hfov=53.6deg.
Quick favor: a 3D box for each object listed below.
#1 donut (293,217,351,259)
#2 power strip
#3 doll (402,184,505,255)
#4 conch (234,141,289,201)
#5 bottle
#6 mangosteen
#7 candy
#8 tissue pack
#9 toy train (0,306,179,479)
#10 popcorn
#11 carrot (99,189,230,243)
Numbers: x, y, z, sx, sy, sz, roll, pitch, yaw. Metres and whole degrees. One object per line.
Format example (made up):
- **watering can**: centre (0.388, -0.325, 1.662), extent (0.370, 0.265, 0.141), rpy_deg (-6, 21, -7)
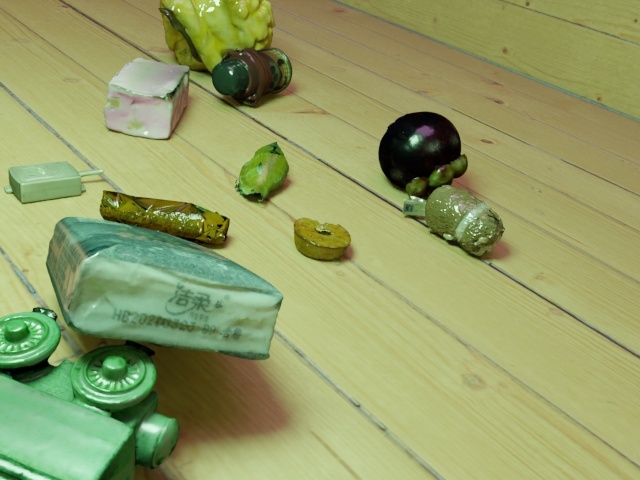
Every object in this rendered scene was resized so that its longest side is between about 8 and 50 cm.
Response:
- **donut**: centre (0.000, 0.000, 1.151), extent (0.108, 0.043, 0.097), rpy_deg (13, 30, -1)
- **power strip**: centre (-0.483, -0.113, 1.164), extent (0.175, 0.042, 0.075), rpy_deg (-15, 38, -38)
- **doll**: centre (0.272, -0.051, 1.285), extent (0.105, 0.115, 0.221), rpy_deg (-25, 39, -32)
- **conch**: centre (-0.119, -0.145, 1.330), extent (0.095, 0.079, 0.201), rpy_deg (4, 34, 24)
- **bottle**: centre (-0.196, -0.450, 1.749), extent (0.156, 0.143, 0.271), rpy_deg (57, 34, -2)
- **mangosteen**: centre (0.240, -0.181, 1.428), extent (0.194, 0.194, 0.230), rpy_deg (-22, 71, -44)
- **candy**: centre (-0.408, -0.349, 1.516), extent (0.155, 0.116, 0.265), rpy_deg (8, 31, -6)
- **tissue pack**: centre (-0.210, 0.047, 0.792), extent (0.228, 0.103, 0.315), rpy_deg (14, 2, -28)
- **toy train**: centre (-0.286, 0.186, 0.635), extent (0.266, 0.145, 0.202), rpy_deg (18, 33, 9)
- **popcorn**: centre (-0.322, -0.644, 1.848), extent (0.349, 0.349, 0.381), rpy_deg (24, 29, 20)
- **carrot**: centre (-0.274, -0.040, 1.105), extent (0.228, 0.069, 0.069), rpy_deg (12, 30, 0)
